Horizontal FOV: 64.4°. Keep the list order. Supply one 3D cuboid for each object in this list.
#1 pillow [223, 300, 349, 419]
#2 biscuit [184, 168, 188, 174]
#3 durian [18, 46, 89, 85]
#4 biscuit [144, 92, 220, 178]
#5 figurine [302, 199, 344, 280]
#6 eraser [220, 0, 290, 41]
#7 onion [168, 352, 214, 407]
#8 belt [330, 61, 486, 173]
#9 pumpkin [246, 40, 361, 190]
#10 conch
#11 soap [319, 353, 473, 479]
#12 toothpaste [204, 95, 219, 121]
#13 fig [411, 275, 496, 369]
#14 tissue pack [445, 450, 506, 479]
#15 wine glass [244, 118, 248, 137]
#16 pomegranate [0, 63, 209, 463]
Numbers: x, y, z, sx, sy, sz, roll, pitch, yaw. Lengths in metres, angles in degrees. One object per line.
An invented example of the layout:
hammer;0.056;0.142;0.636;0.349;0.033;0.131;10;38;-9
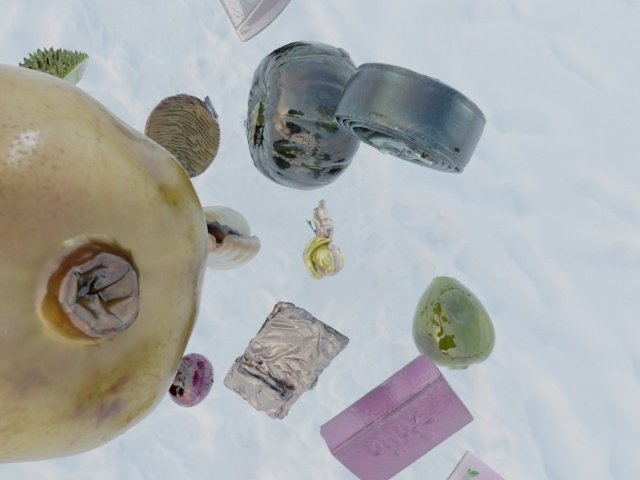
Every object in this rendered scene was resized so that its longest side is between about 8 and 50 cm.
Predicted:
pillow;-0.067;0.209;0.846;0.135;0.248;0.049;36;29;-1
biscuit;-0.537;-0.177;1.849;0.147;0.046;0.250;-24;110;-18
durian;-0.832;-0.481;1.571;0.158;0.169;0.352;20;58;13
biscuit;-0.507;-0.384;1.898;0.317;0.040;0.318;-19;118;-40
figurine;0.000;0.000;1.017;0.083;0.083;0.188;4;55;-16
eraser;-0.130;-0.612;1.179;0.243;0.059;0.204;-29;126;-1
onion;-0.285;0.298;1.092;0.104;0.115;0.115;23;66;-42
belt;0.128;-0.191;0.792;0.206;0.267;0.116;23;95;-32
pumpkin;-0.031;-0.268;1.110;0.241;0.323;0.324;5;73;-24
conch;-0.219;0.002;1.013;0.158;0.255;0.127;43;101;11
soap;0.152;0.359;0.996;0.259;0.081;0.181;-36;123;2
toothpaste;-0.320;-0.387;1.496;0.019;0.083;0.027;-5;41;21
fig;0.324;0.213;1.282;0.207;0.207;0.230;-27;95;-22
tissue pack;0.114;0.333;0.440;0.148;0.093;0.246;33;70;29
wine glass;-0.151;-0.376;1.742;0.204;0.111;0.111;-11;78;-23
pomegranate;-0.305;0.030;0.534;0.415;0.416;0.418;5;74;-16
